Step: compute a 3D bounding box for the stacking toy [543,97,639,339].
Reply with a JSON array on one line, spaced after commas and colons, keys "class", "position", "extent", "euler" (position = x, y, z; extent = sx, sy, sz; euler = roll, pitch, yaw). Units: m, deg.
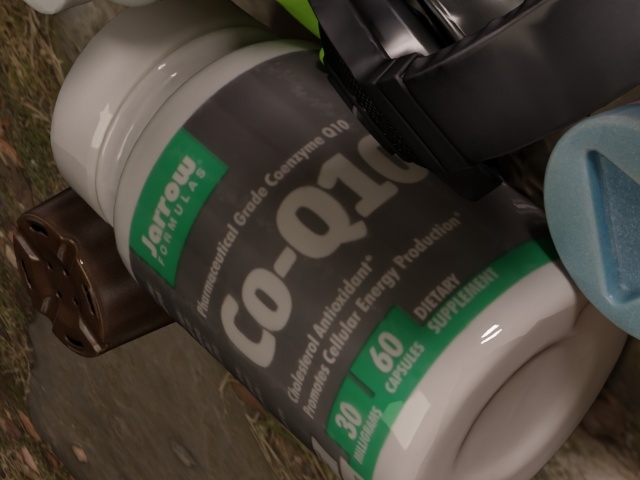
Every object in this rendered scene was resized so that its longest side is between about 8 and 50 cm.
[{"class": "stacking toy", "position": [0.245, 0.029, 0.695], "extent": [0.309, 0.130, 0.279], "euler": [55, 148, 10]}]

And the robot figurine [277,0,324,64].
[{"class": "robot figurine", "position": [0.010, -0.158, 0.914], "extent": [0.067, 0.115, 0.101], "euler": [-8, 65, 30]}]

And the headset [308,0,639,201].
[{"class": "headset", "position": [0.116, -0.110, 0.706], "extent": [0.185, 0.243, 0.394], "euler": [50, 167, -15]}]

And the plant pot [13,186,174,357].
[{"class": "plant pot", "position": [-0.143, 0.004, 1.200], "extent": [0.167, 0.165, 0.167], "euler": [34, 139, 36]}]

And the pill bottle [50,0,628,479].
[{"class": "pill bottle", "position": [0.000, 0.000, 0.953], "extent": [0.361, 0.204, 0.204], "euler": [40, 143, 30]}]

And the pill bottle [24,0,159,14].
[{"class": "pill bottle", "position": [-0.092, -0.212, 0.916], "extent": [0.117, 0.208, 0.118], "euler": [35, 140, 36]}]
